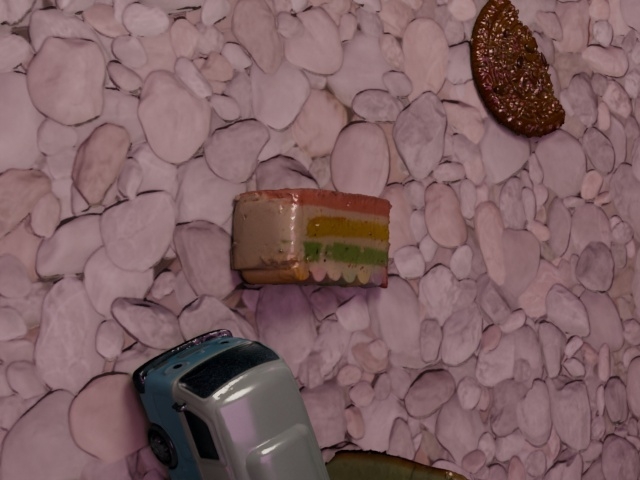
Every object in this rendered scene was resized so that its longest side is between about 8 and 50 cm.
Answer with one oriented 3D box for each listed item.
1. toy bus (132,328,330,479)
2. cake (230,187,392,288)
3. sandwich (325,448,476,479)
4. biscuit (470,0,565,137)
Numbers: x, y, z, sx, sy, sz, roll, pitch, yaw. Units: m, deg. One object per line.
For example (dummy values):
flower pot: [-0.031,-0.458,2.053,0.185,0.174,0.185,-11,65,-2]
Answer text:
toy bus: [-0.073,0.236,1.210,0.133,0.165,0.271,-25,102,-34]
cake: [0.013,-0.002,1.336,0.225,0.090,0.109,3,82,-37]
sandwich: [0.120,0.347,1.307,0.198,0.227,0.155,35,69,-29]
biscuit: [0.260,-0.220,1.566,0.126,0.025,0.206,-44,112,-29]
